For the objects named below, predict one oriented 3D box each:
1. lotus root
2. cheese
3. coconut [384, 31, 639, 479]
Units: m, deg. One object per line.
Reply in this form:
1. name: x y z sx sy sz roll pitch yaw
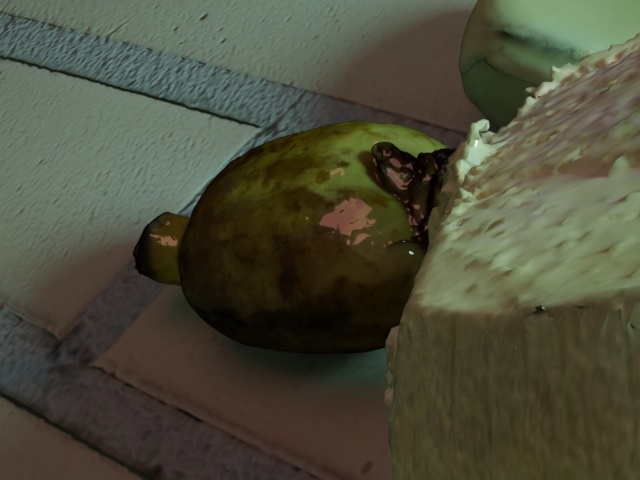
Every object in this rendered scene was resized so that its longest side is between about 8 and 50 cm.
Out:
1. lotus root: 0.000 0.000 0.826 0.314 0.141 0.169 -5 41 33
2. cheese: 0.244 -0.153 0.889 0.233 0.127 0.266 -38 45 -17
3. coconut: 0.240 0.086 0.485 0.405 0.404 0.404 -13 42 12
